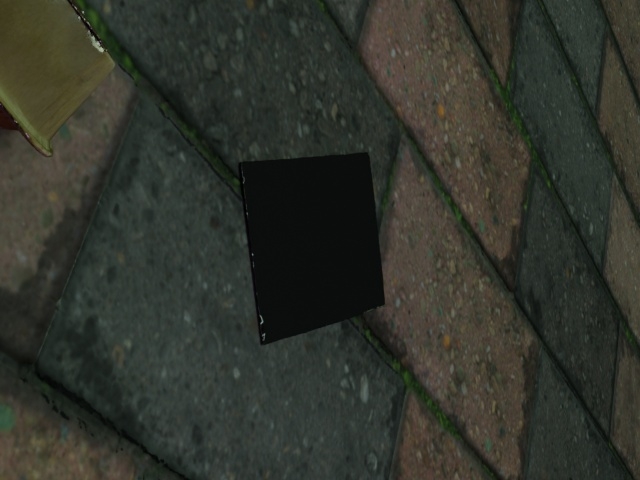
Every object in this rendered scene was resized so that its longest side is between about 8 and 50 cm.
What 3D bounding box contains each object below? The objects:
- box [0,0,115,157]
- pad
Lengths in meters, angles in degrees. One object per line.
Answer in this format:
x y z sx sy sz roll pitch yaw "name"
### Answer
-0.196 -0.130 0.603 0.177 0.111 0.111 58 40 -37 "box"
0.000 0.000 1.014 0.243 0.004 0.163 -11 95 -59 "pad"
